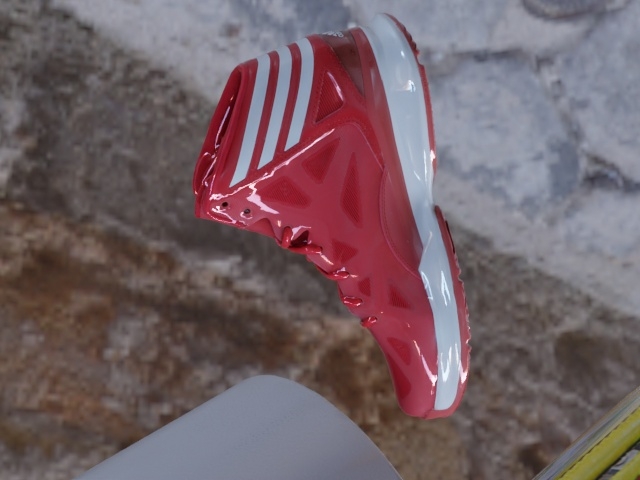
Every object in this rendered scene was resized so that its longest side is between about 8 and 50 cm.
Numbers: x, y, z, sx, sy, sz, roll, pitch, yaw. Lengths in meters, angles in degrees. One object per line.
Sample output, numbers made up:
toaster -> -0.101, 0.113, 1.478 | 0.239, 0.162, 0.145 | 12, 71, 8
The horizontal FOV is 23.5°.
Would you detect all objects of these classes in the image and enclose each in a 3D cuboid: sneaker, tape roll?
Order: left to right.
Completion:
tape roll -> -0.051, 0.227, 0.945 | 0.169, 0.246, 0.246 | -27, 155, -30
sneaker -> 0.000, 0.000, 0.808 | 0.128, 0.087, 0.221 | -13, 104, -10

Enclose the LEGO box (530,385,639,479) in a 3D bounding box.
LEGO box -> 0.085, 0.306, 0.465 | 0.500, 0.372, 0.193 | -34, 168, -31
